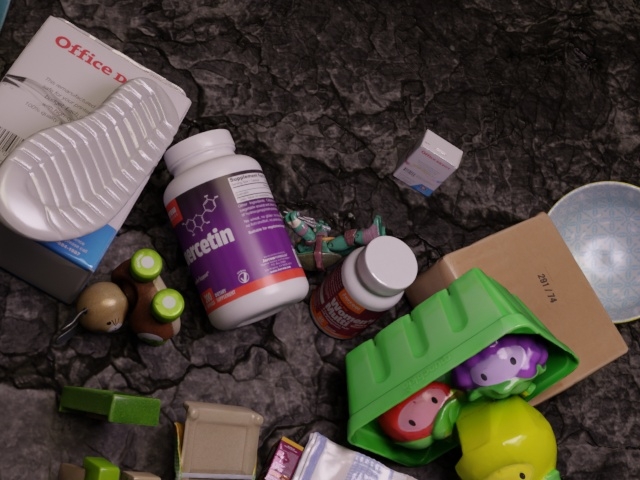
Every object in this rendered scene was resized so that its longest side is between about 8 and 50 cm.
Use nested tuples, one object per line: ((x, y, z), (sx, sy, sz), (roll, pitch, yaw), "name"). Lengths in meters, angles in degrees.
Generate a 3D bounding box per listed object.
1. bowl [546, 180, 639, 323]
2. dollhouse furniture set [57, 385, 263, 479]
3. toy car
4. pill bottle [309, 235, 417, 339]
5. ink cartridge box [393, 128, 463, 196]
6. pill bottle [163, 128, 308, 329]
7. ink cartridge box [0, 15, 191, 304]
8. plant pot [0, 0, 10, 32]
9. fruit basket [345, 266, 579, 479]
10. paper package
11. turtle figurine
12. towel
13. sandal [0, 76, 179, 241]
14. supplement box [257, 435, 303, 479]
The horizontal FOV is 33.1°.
((0.599, 0.031, 2.228), (0.289, 0.289, 0.156), (63, 13, 14), "bowl")
((-0.254, 0.347, 1.704), (0.301, 0.151, 0.198), (14, 78, -40), "dollhouse furniture set")
((-0.335, 0.120, 1.738), (0.188, 0.155, 0.149), (-24, 77, -25), "toy car")
((0.076, 0.084, 1.913), (0.121, 0.221, 0.121), (12, 60, -21), "pill bottle")
((0.217, -0.156, 2.173), (0.088, 0.122, 0.052), (31, 55, -9), "ink cartridge box")
((-0.156, -0.020, 1.855), (0.181, 0.181, 0.323), (-18, 80, -33), "pill bottle")
((-0.435, -0.139, 1.807), (0.285, 0.166, 0.395), (31, 55, -10), "ink cartridge box")
((-0.705, -0.426, 1.746), (0.334, 0.341, 0.341), (18, 57, -8), "plant pot")
((0.258, 0.289, 1.791), (0.283, 0.392, 0.392), (32, 47, -48), "fruit basket")
((0.370, 0.151, 2.061), (0.309, 0.168, 0.325), (-21, 76, -32), "paper package")
((0.000, 0.000, 1.979), (0.234, 0.175, 0.118), (-3, 90, 9), "turtle figurine")
((0.075, 0.453, 1.757), (0.285, 0.034, 0.209), (24, 55, 7), "towel")
((-0.362, -0.114, 1.676), (0.169, 0.102, 0.416), (57, 41, -11), "sandal")
((-0.069, 0.376, 1.787), (0.043, 0.055, 0.083), (30, 54, -8), "supplement box")
